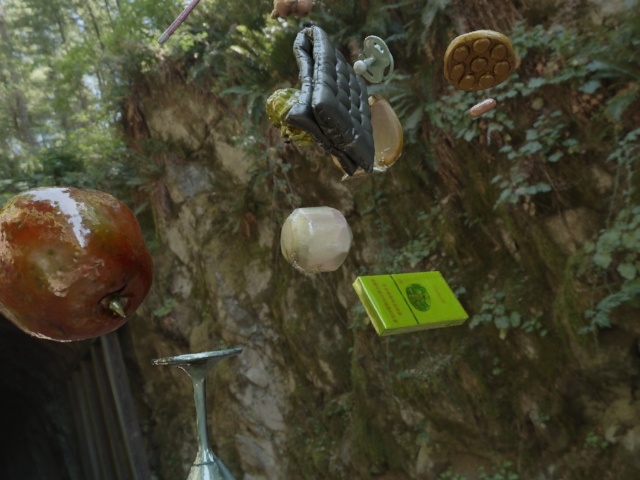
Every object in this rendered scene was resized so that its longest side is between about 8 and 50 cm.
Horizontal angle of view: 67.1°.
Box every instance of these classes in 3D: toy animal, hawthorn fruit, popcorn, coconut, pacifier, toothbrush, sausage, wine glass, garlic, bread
[{"bbox_3d":[-0.080,-0.707,1.445,0.150,0.089,0.084,-24,-28,-35],"label":"toy animal"},{"bbox_3d":[-0.594,0.075,1.189,0.402,0.403,0.403,-21,-14,-5],"label":"hawthorn fruit"},{"bbox_3d":[-0.081,-0.410,1.608,0.217,0.189,0.170,22,-68,-27],"label":"popcorn"},{"bbox_3d":[0.000,0.000,1.188,0.182,0.171,0.171,-1,-21,-23],"label":"coconut"},{"bbox_3d":[0.149,-0.520,1.429,0.116,0.127,0.150,-40,-4,-28],"label":"pacifier"},{"bbox_3d":[-0.327,-0.614,1.251,0.287,0.025,0.020,-54,14,-9],"label":"toothbrush"},{"bbox_3d":[0.483,-0.395,1.440,0.083,0.034,0.034,-30,-13,-5],"label":"sausage"},{"bbox_3d":[-0.255,0.452,1.059,0.266,0.407,0.267,-7,-13,-2],"label":"wine glass"},{"bbox_3d":[0.145,-0.382,1.731,0.285,0.314,0.249,-10,3,15],"label":"garlic"},{"bbox_3d":[0.237,-0.266,0.721,0.109,0.025,0.110,6,-26,3],"label":"bread"}]

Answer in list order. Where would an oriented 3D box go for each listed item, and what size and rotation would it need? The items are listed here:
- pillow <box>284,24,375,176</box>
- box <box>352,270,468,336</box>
[{"bbox_3d":[0.030,-0.324,1.099,0.101,0.327,0.228,-22,-41,30],"label":"pillow"},{"bbox_3d":[0.274,0.182,1.447,0.334,0.187,0.047,-1,-42,-32],"label":"box"}]
